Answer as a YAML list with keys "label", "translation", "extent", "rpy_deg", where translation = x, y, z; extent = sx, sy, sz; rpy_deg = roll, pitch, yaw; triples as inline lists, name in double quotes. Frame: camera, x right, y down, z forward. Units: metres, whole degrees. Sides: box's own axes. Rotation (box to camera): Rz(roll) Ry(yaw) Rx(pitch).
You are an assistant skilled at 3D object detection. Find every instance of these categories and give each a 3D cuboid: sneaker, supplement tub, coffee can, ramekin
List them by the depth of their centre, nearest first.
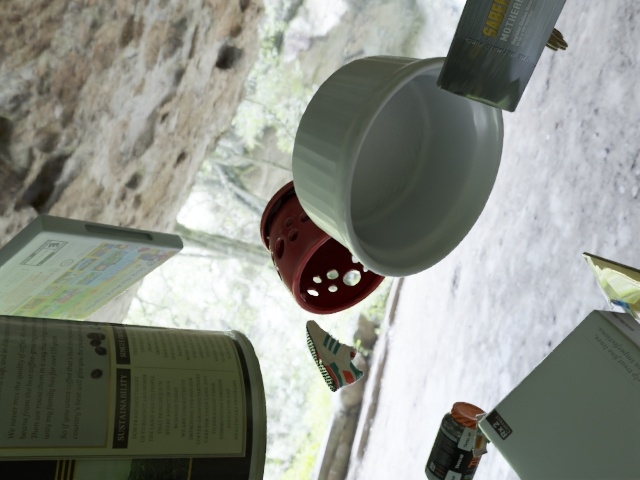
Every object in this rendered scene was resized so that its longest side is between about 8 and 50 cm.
- label: "coffee can"
  translation: [-0.209, 0.167, 0.561]
  extent: [0.201, 0.275, 0.202]
  rpy_deg: [-29, 57, 59]
- label: "ramekin"
  translation: [0.096, -0.105, 0.839]
  extent: [0.135, 0.277, 0.278]
  rpy_deg: [31, 110, 45]
- label: "sneaker"
  translation: [0.026, 0.211, 1.238]
  extent: [0.057, 0.075, 0.161]
  rpy_deg: [90, 158, -44]
- label: "supplement tub"
  translation: [0.322, 0.482, 1.521]
  extent: [0.117, 0.116, 0.191]
  rpy_deg: [-78, 3, -74]

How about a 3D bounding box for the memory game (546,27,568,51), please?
- label: "memory game"
  translation: [0.282, -0.332, 0.945]
  extent: [0.012, 0.186, 0.186]
  rpy_deg: [-58, 10, 34]

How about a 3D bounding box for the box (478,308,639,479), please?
- label: "box"
  translation: [0.294, 0.194, 0.647]
  extent: [0.119, 0.181, 0.182]
  rpy_deg: [10, -56, -49]

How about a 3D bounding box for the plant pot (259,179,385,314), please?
- label: "plant pot"
  translation: [0.000, 0.000, 1.072]
  extent: [0.174, 0.191, 0.191]
  rpy_deg: [47, 131, 42]

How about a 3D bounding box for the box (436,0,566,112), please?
- label: "box"
  translation: [0.152, -0.222, 0.428]
  extent: [0.183, 0.056, 0.231]
  rpy_deg: [104, -169, -46]

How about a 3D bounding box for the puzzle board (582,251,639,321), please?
- label: "puzzle board"
  translation: [0.394, 0.065, 0.831]
  extent: [0.011, 0.096, 0.128]
  rpy_deg: [-34, 14, -3]

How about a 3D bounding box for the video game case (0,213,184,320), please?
- label: "video game case"
  translation: [-0.321, 0.044, 0.818]
  extent: [0.227, 0.206, 0.026]
  rpy_deg: [-33, 67, 26]

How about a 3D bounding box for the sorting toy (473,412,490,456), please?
- label: "sorting toy"
  translation: [0.259, 0.302, 1.017]
  extent: [0.083, 0.012, 0.062]
  rpy_deg: [14, -102, -56]
